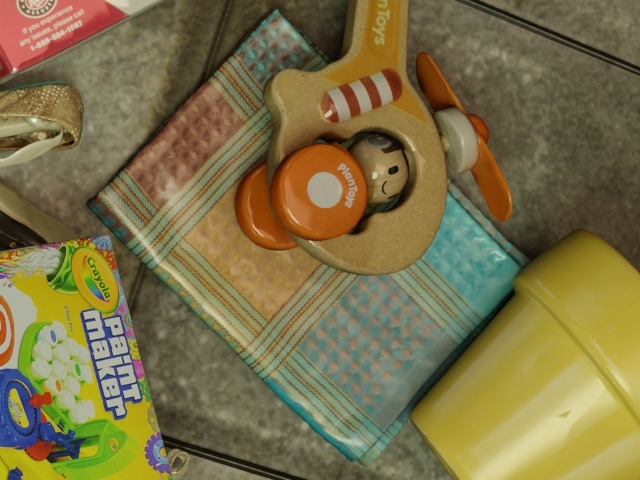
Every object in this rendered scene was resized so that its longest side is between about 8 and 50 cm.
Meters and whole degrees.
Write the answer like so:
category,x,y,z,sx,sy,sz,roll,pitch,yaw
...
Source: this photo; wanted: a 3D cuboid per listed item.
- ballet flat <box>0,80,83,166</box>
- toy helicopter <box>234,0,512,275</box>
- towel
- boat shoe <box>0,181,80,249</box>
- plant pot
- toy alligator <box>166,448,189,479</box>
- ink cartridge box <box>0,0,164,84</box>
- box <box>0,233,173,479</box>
category,x,y,z,sx,sy,sz,roll,pitch,yaw
ballet flat,-0.305,-0.093,1.526,0.206,0.073,0.067,-13,62,-17
toy helicopter,0.063,-0.143,1.589,0.235,0.140,0.355,8,82,-18
towel,0.000,0.000,1.650,0.370,0.040,0.271,45,76,-13
boat shoe,-0.256,0.000,1.564,0.133,0.049,0.042,37,112,-24
plant pot,0.225,0.157,1.623,0.239,0.254,0.254,-38,101,-3
toy alligator,-0.188,0.265,1.580,0.056,0.051,0.190,44,67,-5
ink cartridge box,-0.257,-0.319,1.518,0.226,0.131,0.306,-31,100,-16
box,-0.289,0.173,1.420,0.279,0.177,0.290,-10,80,-31
